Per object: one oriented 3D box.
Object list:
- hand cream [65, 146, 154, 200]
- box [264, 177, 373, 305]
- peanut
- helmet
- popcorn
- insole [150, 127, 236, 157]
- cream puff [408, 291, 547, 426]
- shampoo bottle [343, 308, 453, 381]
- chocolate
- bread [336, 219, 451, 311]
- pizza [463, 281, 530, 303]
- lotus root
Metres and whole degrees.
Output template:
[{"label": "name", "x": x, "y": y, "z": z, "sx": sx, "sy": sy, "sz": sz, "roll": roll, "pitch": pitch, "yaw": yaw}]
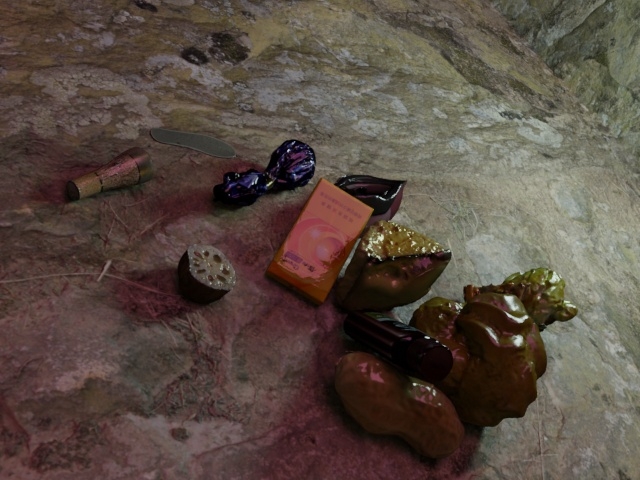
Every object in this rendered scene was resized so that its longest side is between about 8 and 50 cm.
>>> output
[{"label": "hand cream", "x": -0.463, "y": -0.137, "z": 1.650, "sx": 0.084, "sy": 0.084, "sz": 0.203, "roll": 45, "pitch": 46, "yaw": 13}, {"label": "box", "x": 0.000, "y": 0.000, "z": 1.759, "sx": 0.152, "sy": 0.043, "sz": 0.269, "roll": 30, "pitch": 69, "yaw": -4}, {"label": "peanut", "x": 0.162, "y": 0.340, "z": 1.548, "sx": 0.313, "sy": 0.149, "sz": 0.149, "roll": 28, "pitch": 38, "yaw": -13}, {"label": "helmet", "x": 0.106, "y": -0.084, "z": 1.947, "sx": 0.198, "sy": 0.154, "sz": 0.253, "roll": 11, "pitch": 12, "yaw": 35}, {"label": "popcorn", "x": 0.579, "y": 0.165, "z": 2.003, "sx": 0.212, "sy": 0.198, "sz": 0.198, "roll": 31, "pitch": 37, "yaw": -17}, {"label": "insole", "x": -0.322, "y": -0.252, "z": 1.927, "sx": 0.232, "sy": 0.003, "sz": 0.080, "roll": 10, "pitch": 44, "yaw": -28}, {"label": "cream puff", "x": 0.339, "y": 0.239, "z": 1.677, "sx": 0.270, "sy": 0.274, "sz": 0.323, "roll": 24, "pitch": 36, "yaw": -26}, {"label": "shampoo bottle", "x": 0.163, "y": 0.212, "z": 1.570, "sx": 0.129, "sy": 0.084, "sz": 0.323, "roll": 15, "pitch": 1, "yaw": -20}, {"label": "chocolate", "x": -0.151, "y": -0.145, "z": 1.860, "sx": 0.148, "sy": 0.126, "sz": 0.343, "roll": 8, "pitch": 27, "yaw": 33}, {"label": "bread", "x": 0.153, "y": 0.069, "z": 1.787, "sx": 0.262, "sy": 0.204, "sz": 0.162, "roll": 2, "pitch": 37, "yaw": -30}, {"label": "pizza", "x": 0.464, "y": 0.168, "z": 1.930, "sx": 0.036, "sy": 0.176, "sz": 0.184, "roll": 27, "pitch": 38, "yaw": -54}, {"label": "lotus root", "x": -0.240, "y": 0.074, "z": 1.577, "sx": 0.112, "sy": 0.081, "sz": 0.122, "roll": 11, "pitch": 43, "yaw": -30}]
